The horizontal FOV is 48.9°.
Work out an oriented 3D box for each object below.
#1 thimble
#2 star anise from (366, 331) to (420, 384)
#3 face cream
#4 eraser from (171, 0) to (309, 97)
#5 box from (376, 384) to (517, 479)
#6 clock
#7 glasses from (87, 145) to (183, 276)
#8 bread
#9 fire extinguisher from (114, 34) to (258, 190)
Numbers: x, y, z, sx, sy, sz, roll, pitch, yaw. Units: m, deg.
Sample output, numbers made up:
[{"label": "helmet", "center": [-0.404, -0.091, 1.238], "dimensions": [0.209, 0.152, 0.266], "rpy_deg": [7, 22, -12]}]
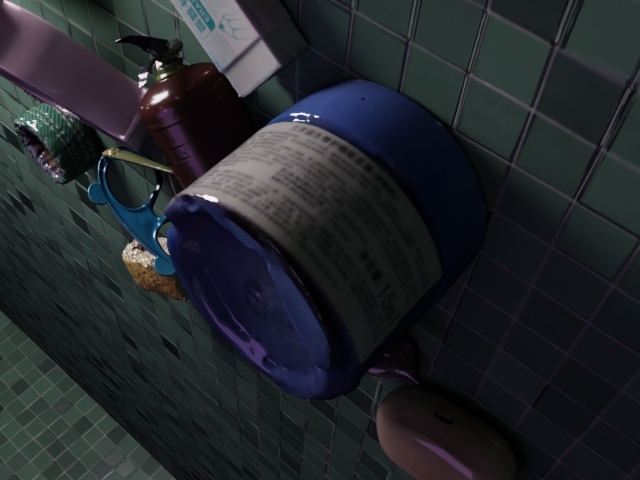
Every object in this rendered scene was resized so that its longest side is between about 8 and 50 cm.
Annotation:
[{"label": "thimble", "center": [-0.443, -0.170, 1.196], "dimensions": [0.118, 0.090, 0.135], "rpy_deg": [-9, 119, 56]}, {"label": "star anise", "center": [0.015, 0.110, 0.881], "dimensions": [0.236, 0.109, 0.223], "rpy_deg": [13, 176, 6]}, {"label": "face cream", "center": [0.000, 0.000, 0.693], "dimensions": [0.249, 0.225, 0.249], "rpy_deg": [33, 146, 26]}, {"label": "eraser", "center": [-0.110, -0.261, 0.704], "dimensions": [0.225, 0.052, 0.095], "rpy_deg": [54, 148, -10]}, {"label": "box", "center": [0.162, 0.274, 0.928], "dimensions": [0.200, 0.088, 0.146], "rpy_deg": [27, 145, 34]}, {"label": "clock", "center": [-0.360, -0.225, 0.968], "dimensions": [0.275, 0.080, 0.290], "rpy_deg": [31, 176, -21]}, {"label": "glasses", "center": [-0.211, -0.079, 1.039], "dimensions": [0.207, 0.102, 0.239], "rpy_deg": [-40, 90, 32]}, {"label": "bread", "center": [-0.280, 0.044, 1.247], "dimensions": [0.125, 0.082, 0.106], "rpy_deg": [12, 145, 32]}, {"label": "fire extinguisher", "center": [-0.123, -0.096, 0.832], "dimensions": [0.114, 0.135, 0.337], "rpy_deg": [-19, 114, 20]}]
